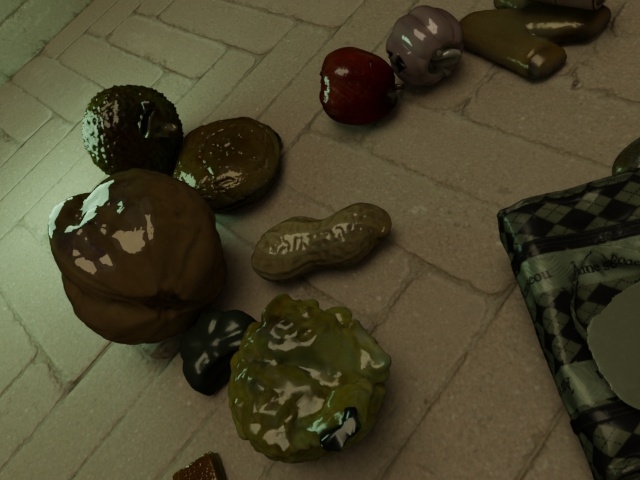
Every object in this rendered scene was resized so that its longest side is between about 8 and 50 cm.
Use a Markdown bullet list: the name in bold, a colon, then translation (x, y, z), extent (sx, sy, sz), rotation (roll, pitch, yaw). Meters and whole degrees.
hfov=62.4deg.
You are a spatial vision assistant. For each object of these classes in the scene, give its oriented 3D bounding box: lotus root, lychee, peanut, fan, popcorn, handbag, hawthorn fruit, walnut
- **lotus root**: translation (0.581, -0.131, 0.918), extent (0.192, 0.088, 0.113), rotation (-30, 58, 4)
- **lychee**: translation (-0.485, -0.275, 1.377), extent (0.320, 0.270, 0.269), rotation (-38, 46, 33)
- **peanut**: translation (0.000, 0.000, 1.080), extent (0.299, 0.120, 0.136), rotation (-15, 59, 12)
- **fan**: translation (0.484, 0.181, 0.642), extent (0.182, 0.010, 0.310), rotation (-42, 65, -8)
- **popcorn**: translation (-0.015, 0.227, 0.862), extent (0.293, 0.237, 0.292), rotation (-15, 55, 21)
- **handbag**: translation (0.476, 0.107, 0.762), extent (0.317, 0.180, 0.415), rotation (-16, 61, 11)
- **hawthorn fruit**: translation (0.096, -0.363, 1.240), extent (0.203, 0.185, 0.185), rotation (3, 60, 10)
- **walnut**: translation (-0.377, 0.032, 1.106), extent (0.384, 0.383, 0.383), rotation (-12, 55, 18)

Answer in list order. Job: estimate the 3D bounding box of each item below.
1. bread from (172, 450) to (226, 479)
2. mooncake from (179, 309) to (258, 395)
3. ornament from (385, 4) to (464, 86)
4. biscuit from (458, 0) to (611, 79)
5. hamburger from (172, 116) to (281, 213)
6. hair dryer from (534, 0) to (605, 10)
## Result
- **bread**: translation (-0.212, 0.441, 0.939), extent (0.090, 0.035, 0.094), rotation (-33, 51, 2)
- **mooncake**: translation (-0.191, 0.219, 1.036), extent (0.169, 0.104, 0.175), rotation (24, 74, 28)
- **ornament**: translation (0.246, -0.443, 1.222), extent (0.178, 0.177, 0.177), rotation (-12, 55, 18)
- **biscuit**: translation (0.477, -0.501, 1.224), extent (0.237, 0.062, 0.290), rotation (-39, 50, -4)
- **hamburger**: translation (-0.232, -0.193, 1.301), extent (0.266, 0.134, 0.284), rotation (-14, 57, 19)
- **hair dryer**: translation (0.591, -0.618, 1.194), extent (0.189, 0.106, 0.344), rotation (27, 47, 33)
